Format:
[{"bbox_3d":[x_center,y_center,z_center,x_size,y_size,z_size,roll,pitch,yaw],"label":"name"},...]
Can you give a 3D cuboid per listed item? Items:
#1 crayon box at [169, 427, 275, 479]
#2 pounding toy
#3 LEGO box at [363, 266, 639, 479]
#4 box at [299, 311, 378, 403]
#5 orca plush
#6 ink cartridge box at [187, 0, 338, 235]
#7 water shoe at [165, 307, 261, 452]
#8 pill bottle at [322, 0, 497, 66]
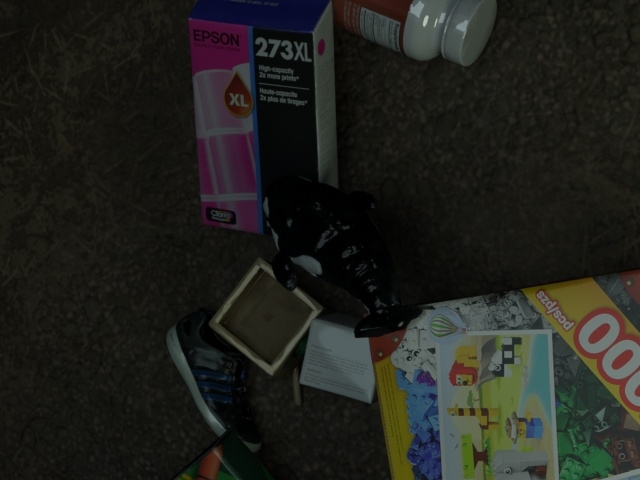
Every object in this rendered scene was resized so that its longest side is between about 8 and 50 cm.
[{"bbox_3d":[-0.090,0.427,1.995,0.202,0.081,0.318,-42,90,20],"label":"crayon box"},{"bbox_3d":[-0.053,0.119,2.004,0.141,0.100,0.130,38,92,16],"label":"pounding toy"},{"bbox_3d":[0.290,0.295,1.794,0.372,0.193,0.500,-11,87,23],"label":"LEGO box"},{"bbox_3d":[0.043,0.145,1.946,0.101,0.102,0.087,14,98,20],"label":"box"},{"bbox_3d":[0.000,0.000,1.813,0.151,0.102,0.287,-29,47,8],"label":"orca plush"},{"bbox_3d":[-0.070,-0.183,1.940,0.175,0.069,0.371,10,116,23],"label":"ink cartridge box"},{"bbox_3d":[-0.128,0.183,2.041,0.080,0.073,0.203,-38,77,18],"label":"water shoe"},{"bbox_3d":[0.100,-0.293,1.897,0.216,0.121,0.121,25,101,21],"label":"pill bottle"}]
